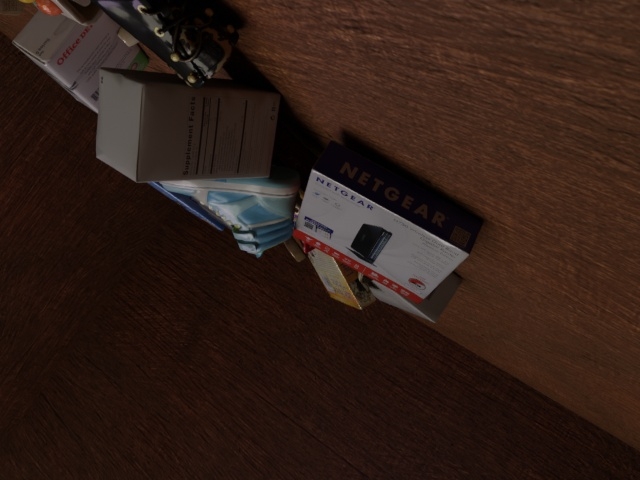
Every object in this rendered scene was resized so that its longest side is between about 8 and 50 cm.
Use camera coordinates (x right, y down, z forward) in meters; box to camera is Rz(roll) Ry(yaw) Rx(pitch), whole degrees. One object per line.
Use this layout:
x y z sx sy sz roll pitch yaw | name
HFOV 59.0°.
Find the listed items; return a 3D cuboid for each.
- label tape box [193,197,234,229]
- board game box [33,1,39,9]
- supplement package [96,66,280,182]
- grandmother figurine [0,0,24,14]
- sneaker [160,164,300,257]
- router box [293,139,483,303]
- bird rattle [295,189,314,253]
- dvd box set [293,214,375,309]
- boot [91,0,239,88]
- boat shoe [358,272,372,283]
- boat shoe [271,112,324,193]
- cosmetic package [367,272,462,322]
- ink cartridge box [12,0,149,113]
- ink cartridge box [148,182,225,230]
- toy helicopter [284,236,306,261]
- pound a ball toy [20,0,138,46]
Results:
-0.207 -0.162 1.497 0.115 0.249 0.348 33 173 3 | label tape box
-0.761 -0.654 1.599 0.124 0.039 0.259 35 176 4 | board game box
-0.252 -0.221 1.087 0.293 0.175 0.177 -8 -154 -42 | supplement package
-0.899 -0.709 1.480 0.342 0.208 0.104 40 -143 22 | grandmother figurine
-0.204 -0.064 1.256 0.319 0.208 0.127 7 -151 11 | sneaker
0.120 -0.024 1.183 0.335 0.082 0.301 29 154 4 | router box
-0.025 -0.102 1.431 0.253 0.207 0.143 36 133 7 | bird rattle
0.000 0.000 1.720 0.420 0.062 0.307 61 167 -8 | dvd box set
-0.248 -0.359 0.822 0.284 0.138 0.377 39 175 -27 | boot
0.147 0.029 1.561 0.068 0.190 0.072 3 -147 -41 | boat shoe
-0.105 -0.216 1.269 0.307 0.104 0.111 35 173 -4 | boat shoe
0.228 0.105 1.710 0.197 0.155 0.365 37 173 -20 | cosmetic package
-0.563 -0.454 1.365 0.115 0.198 0.273 34 173 13 | ink cartridge box
-0.380 -0.248 1.625 0.395 0.270 0.151 36 171 -19 | ink cartridge box
-0.158 -0.079 1.888 0.355 0.140 0.235 54 179 21 | toy helicopter
-0.521 -0.500 1.130 0.319 0.136 0.208 32 172 23 | pound a ball toy
